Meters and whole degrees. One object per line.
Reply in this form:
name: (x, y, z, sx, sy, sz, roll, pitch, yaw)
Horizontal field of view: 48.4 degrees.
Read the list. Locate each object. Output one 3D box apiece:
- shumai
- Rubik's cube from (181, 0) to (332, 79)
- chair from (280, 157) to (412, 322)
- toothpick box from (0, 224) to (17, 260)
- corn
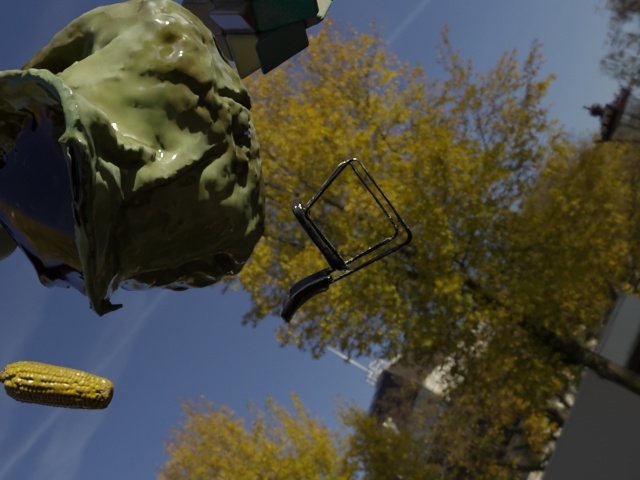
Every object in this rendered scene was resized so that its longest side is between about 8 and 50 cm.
shumai: (-0.174, -0.038, 0.676, 0.292, 0.288, 0.329, -29, -60, -3)
Rubik's cube: (-0.154, -0.621, 1.721, 0.387, 0.368, 0.358, -53, 13, 54)
chair: (0.000, 0.000, 1.042, 0.221, 0.145, 0.140, -37, 4, 2)
toothpick box: (-0.835, 0.009, 1.507, 0.354, 0.263, 0.263, -49, -23, -62)
corn: (-0.596, 0.327, 1.598, 0.097, 0.262, 0.097, 9, -90, -88)
